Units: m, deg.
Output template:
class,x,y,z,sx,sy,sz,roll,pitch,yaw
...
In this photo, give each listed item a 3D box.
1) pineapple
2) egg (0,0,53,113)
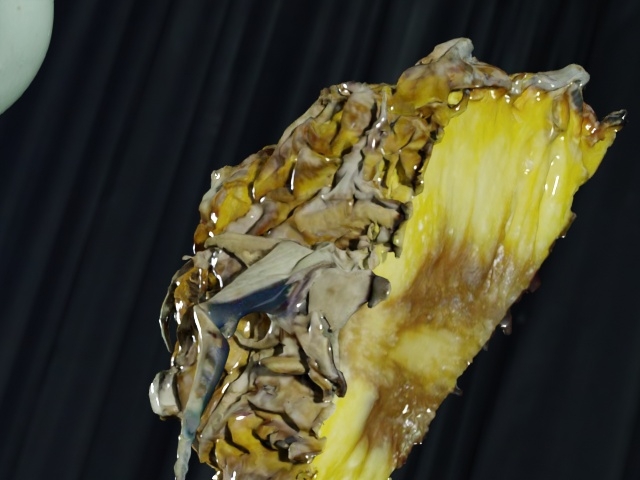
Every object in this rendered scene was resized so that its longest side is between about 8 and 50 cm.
class,x,y,z,sx,sy,sz,roll,pitch,yaw
pineapple,-0.001,-0.004,0.924,0.161,0.334,0.158,24,156,28
egg,-0.334,-0.204,1.370,0.230,0.230,0.371,5,160,33
